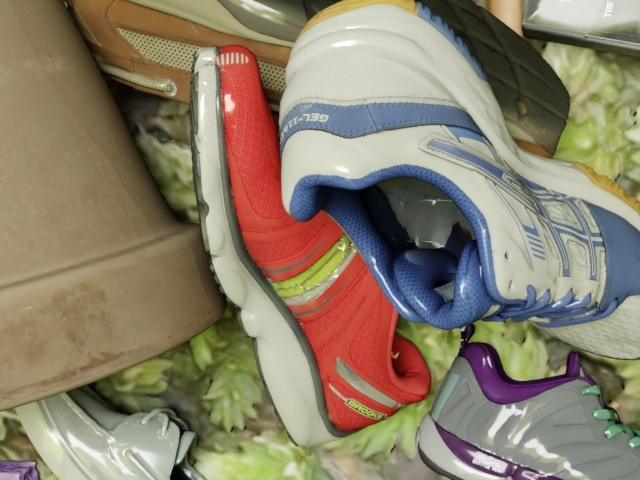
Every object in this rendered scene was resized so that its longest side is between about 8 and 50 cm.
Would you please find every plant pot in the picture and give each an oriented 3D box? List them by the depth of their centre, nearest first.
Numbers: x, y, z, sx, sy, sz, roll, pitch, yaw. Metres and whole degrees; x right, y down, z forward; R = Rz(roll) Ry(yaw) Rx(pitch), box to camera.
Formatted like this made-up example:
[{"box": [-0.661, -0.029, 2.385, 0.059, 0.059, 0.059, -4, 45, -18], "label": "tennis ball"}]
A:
[{"box": [-0.206, -0.035, 0.560, 0.263, 0.263, 0.229, -11, 98, 13], "label": "plant pot"}]

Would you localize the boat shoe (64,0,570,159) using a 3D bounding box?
[{"box": [-0.010, -0.112, 0.610, 0.324, 0.122, 0.120, 23, 131, 4], "label": "boat shoe"}]

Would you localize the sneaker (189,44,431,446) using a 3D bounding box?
[{"box": [0.000, 0.000, 0.582, 0.118, 0.107, 0.279, -18, 124, 4], "label": "sneaker"}]

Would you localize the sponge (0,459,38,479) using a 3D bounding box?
[{"box": [-0.264, 0.268, 0.724, 0.117, 0.031, 0.210, -1, 94, 13], "label": "sponge"}]

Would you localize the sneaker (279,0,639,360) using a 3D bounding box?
[{"box": [0.087, 0.008, 0.522, 0.296, 0.131, 0.112, 34, 138, -26], "label": "sneaker"}]

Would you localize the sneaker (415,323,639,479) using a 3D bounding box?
[{"box": [0.174, 0.127, 0.591, 0.224, 0.083, 0.098, 19, 93, 12], "label": "sneaker"}]

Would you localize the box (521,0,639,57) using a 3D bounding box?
[{"box": [0.232, -0.218, 0.567, 0.183, 0.056, 0.231, 14, 96, 11], "label": "box"}]

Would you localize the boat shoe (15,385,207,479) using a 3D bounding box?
[{"box": [-0.114, 0.156, 0.666, 0.081, 0.079, 0.227, -42, 89, 3], "label": "boat shoe"}]
